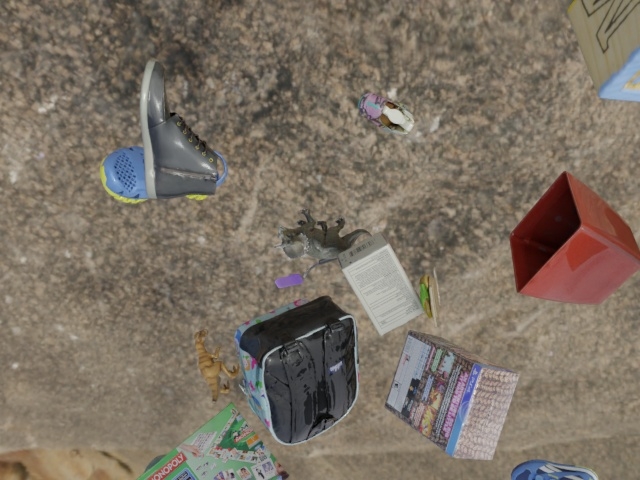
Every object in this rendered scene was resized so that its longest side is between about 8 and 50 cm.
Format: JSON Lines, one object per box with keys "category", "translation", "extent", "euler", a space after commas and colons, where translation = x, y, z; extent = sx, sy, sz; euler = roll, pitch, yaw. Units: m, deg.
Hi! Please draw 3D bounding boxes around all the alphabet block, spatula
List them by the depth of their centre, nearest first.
{"category": "alphabet block", "translation": [0.551, -0.358, 0.948], "extent": [0.193, 0.197, 0.193], "euler": [1, 154, -15]}
{"category": "spatula", "translation": [-0.020, 0.096, 2.075], "extent": [0.297, 0.030, 0.084], "euler": [-28, 151, -2]}

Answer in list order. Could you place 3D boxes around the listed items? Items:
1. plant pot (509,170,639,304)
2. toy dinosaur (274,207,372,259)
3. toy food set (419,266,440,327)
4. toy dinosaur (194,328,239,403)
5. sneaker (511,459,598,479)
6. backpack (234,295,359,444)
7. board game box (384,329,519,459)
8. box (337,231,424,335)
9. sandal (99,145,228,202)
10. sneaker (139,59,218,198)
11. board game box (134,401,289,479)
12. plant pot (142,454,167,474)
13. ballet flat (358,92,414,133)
{"category": "plant pot", "translation": [0.703, 0.021, 1.605], "extent": [0.236, 0.267, 0.267], "euler": [24, 128, -6]}
{"category": "toy dinosaur", "translation": [0.000, 0.000, 1.765], "extent": [0.314, 0.160, 0.121], "euler": [12, 149, -21]}
{"category": "toy food set", "translation": [0.295, 0.152, 1.594], "extent": [0.039, 0.192, 0.132], "euler": [-7, 101, 16]}
{"category": "toy dinosaur", "translation": [-0.214, 0.272, 1.172], "extent": [0.064, 0.211, 0.112], "euler": [-44, 132, 11]}
{"category": "sneaker", "translation": [0.407, 0.425, 1.030], "extent": [0.144, 0.059, 0.053], "euler": [-6, 111, 26]}
{"category": "backpack", "translation": [-0.042, 0.250, 1.130], "extent": [0.191, 0.225, 0.253], "euler": [25, 131, 53]}
{"category": "board game box", "translation": [0.336, 0.399, 1.552], "extent": [0.141, 0.232, 0.291], "euler": [16, -177, -31]}
{"category": "box", "translation": [0.168, 0.118, 1.638], "extent": [0.149, 0.127, 0.232], "euler": [-29, 107, 4]}
{"category": "sandal", "translation": [-0.326, -0.155, 1.288], "extent": [0.138, 0.126, 0.317], "euler": [-15, 178, 39]}
{"category": "sneaker", "translation": [-0.226, -0.177, 0.955], "extent": [0.118, 0.083, 0.221], "euler": [-1, 113, -9]}
{"category": "board game box", "translation": [-0.227, 0.506, 1.221], "extent": [0.213, 0.317, 0.046], "euler": [50, 124, 8]}
{"category": "plant pot", "translation": [-0.258, 0.641, 1.383], "extent": [0.235, 0.293, 0.293], "euler": [-11, 140, 9]}
{"category": "ballet flat", "translation": [0.167, -0.281, 1.344], "extent": [0.222, 0.079, 0.076], "euler": [5, 116, -57]}
